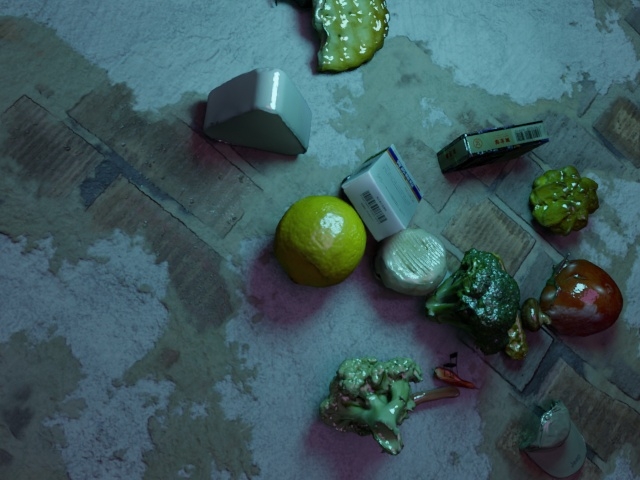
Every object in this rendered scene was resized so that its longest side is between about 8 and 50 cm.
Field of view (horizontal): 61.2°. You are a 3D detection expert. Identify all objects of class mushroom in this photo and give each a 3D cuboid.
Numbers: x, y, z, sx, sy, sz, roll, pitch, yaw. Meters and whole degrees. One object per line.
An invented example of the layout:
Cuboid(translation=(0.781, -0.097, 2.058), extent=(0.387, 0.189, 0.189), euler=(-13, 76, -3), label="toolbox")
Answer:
Cuboid(translation=(0.712, 0.252, 1.812), extent=(0.085, 0.126, 0.109), euler=(-43, 67, 20), label="mushroom")

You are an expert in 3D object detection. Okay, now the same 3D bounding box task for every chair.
Cuboid(translation=(0.416, 0.395, 1.734), extent=(0.042, 0.037, 0.086), euler=(19, 56, -21), label="chair")

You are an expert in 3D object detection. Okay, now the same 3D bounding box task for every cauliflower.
Cuboid(translation=(0.151, 0.444, 1.547), extent=(0.327, 0.281, 0.260), euler=(-34, 86, -8), label="cauliflower")

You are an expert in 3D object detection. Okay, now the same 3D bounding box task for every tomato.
Cuboid(translation=(0.919, 0.198, 1.842), extent=(0.309, 0.170, 0.308), euler=(2, 80, -12), label="tomato")

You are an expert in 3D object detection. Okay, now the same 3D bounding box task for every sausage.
Cuboid(translation=(0.354, 0.493, 1.716), extent=(0.186, 0.043, 0.043), euler=(-7, 82, -16), label="sausage")

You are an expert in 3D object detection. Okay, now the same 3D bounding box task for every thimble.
Cuboid(translation=(0.121, -0.165, 1.756), extent=(0.104, 0.066, 0.095), euler=(15, 75, -12), label="thimble")

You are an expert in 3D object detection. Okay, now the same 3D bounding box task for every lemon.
Cuboid(translation=(-0.001, 0.001, 1.591), extent=(0.293, 0.293, 0.293), euler=(2, 80, -14), label="lemon")

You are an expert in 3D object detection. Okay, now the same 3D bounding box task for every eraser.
Cuboid(translation=(-0.156, -0.373, 1.649), extent=(0.331, 0.331, 0.149), euler=(10, 76, -12), label="eraser")

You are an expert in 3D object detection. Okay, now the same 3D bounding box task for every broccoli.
Cuboid(translation=(0.472, 0.190, 1.675), extent=(0.283, 0.321, 0.303), euler=(-13, 117, 22), label="broccoli")

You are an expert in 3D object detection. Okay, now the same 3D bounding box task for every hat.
Cuboid(translation=(0.786, 0.648, 1.756), extent=(0.245, 0.149, 0.214), euler=(39, 74, 6), label="hat")

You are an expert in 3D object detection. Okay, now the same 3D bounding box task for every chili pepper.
Cuboid(translation=(0.432, 0.448, 1.746), extent=(0.178, 0.027, 0.045), euler=(21, 50, -10), label="chili pepper")

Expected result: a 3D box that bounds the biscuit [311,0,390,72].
Cuboid(translation=(0.068, -0.711, 1.785), extent=(0.329, 0.078, 0.335), euler=(35, 90, -30), label="biscuit")

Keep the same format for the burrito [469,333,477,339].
Cuboid(translation=(0.519, 0.301, 1.791), extent=(0.171, 0.042, 0.051), euler=(38, 73, -9), label="burrito")

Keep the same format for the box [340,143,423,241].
Cuboid(translation=(0.199, -0.152, 1.652), extent=(0.200, 0.106, 0.299), euler=(56, 31, -10), label="box")

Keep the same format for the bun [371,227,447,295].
Cuboid(translation=(0.279, 0.076, 1.708), extent=(0.239, 0.141, 0.239), euler=(2, 51, -3), label="bun")

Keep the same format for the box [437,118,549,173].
Cuboid(translation=(0.579, -0.316, 1.829), extent=(0.310, 0.198, 0.084), euler=(-13, 85, -16), label="box")

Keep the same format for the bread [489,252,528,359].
Cuboid(translation=(0.616, 0.219, 1.812), extent=(0.077, 0.084, 0.367), euler=(-17, 83, 23), label="bread")

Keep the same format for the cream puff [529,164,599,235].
Cuboid(translation=(0.852, -0.143, 1.892), extent=(0.244, 0.196, 0.244), euler=(18, 48, -22), label="cream puff")

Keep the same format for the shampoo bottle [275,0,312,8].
Cuboid(translation=(-0.013, -0.836, 1.819), extent=(0.284, 0.101, 0.101), euler=(-8, 83, -15), label="shampoo bottle")
